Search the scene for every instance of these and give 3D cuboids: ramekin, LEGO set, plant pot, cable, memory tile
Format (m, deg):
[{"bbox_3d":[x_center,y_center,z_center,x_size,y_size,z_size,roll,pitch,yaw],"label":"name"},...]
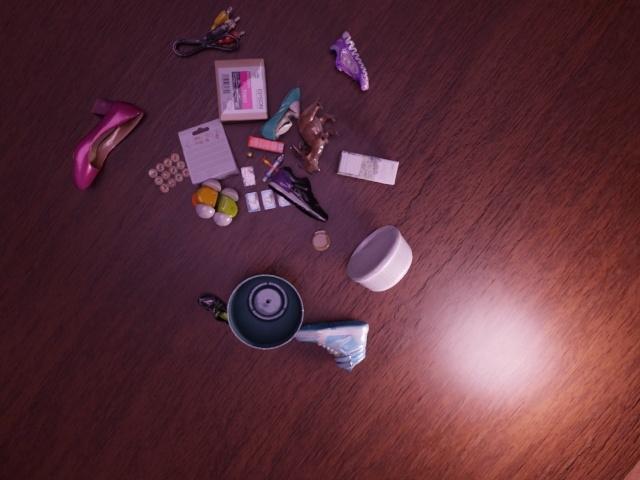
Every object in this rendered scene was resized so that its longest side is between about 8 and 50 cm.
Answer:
[{"bbox_3d":[0.243,0.080,1.739,0.127,0.273,0.273,41,93,-19],"label":"ramekin"},{"bbox_3d":[-0.227,-0.249,1.774,0.182,0.060,0.244,-10,96,-6],"label":"LEGO set"},{"bbox_3d":[-0.217,0.264,1.760,0.293,0.196,0.293,0,96,-4],"label":"plant pot"},{"bbox_3d":[-0.435,-0.785,1.718,0.287,0.072,0.139,-24,114,12],"label":"cable"},{"bbox_3d":[-0.613,-0.276,1.772,0.148,0.012,0.113,-35,97,2],"label":"memory tile"}]

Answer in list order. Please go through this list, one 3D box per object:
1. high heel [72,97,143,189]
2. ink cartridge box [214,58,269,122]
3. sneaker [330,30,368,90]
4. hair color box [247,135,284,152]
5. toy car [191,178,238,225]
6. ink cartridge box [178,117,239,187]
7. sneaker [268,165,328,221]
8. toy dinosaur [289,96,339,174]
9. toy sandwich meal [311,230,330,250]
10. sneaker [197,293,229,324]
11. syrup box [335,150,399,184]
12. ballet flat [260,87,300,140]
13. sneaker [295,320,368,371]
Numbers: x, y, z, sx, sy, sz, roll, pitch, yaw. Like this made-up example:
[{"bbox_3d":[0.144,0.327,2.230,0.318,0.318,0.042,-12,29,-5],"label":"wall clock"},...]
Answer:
[{"bbox_3d":[-0.826,-0.363,1.688,0.181,0.127,0.377,16,92,6],"label":"high heel"},{"bbox_3d":[-0.307,-0.584,1.716,0.193,0.088,0.235,-4,96,-1],"label":"ink cartridge box"},{"bbox_3d":[0.113,-0.697,1.729,0.104,0.095,0.236,-27,92,7],"label":"sneaker"},{"bbox_3d":[-0.217,-0.382,1.751,0.141,0.072,0.043,11,95,-5],"label":"hair color box"},{"bbox_3d":[-0.425,-0.143,1.736,0.182,0.136,0.159,26,61,-32],"label":"toy car"},{"bbox_3d":[-0.452,-0.353,1.764,0.189,0.066,0.232,-19,76,0],"label":"ink cartridge box"},{"bbox_3d":[-0.062,-0.189,1.756,0.283,0.107,0.124,36,84,-18],"label":"sneaker"},{"bbox_3d":[-0.043,-0.430,1.739,0.200,0.127,0.296,-17,80,33],"label":"toy dinosaur"},{"bbox_3d":[0.000,0.000,1.828,0.085,0.029,0.086,-1,101,-5],"label":"toy sandwich meal"},{"bbox_3d":[-0.426,0.288,1.810,0.188,0.078,0.067,36,93,-6],"label":"sneaker"},{"bbox_3d":[0.188,-0.295,1.769,0.236,0.096,0.093,10,98,-5],"label":"syrup box"},{"bbox_3d":[-0.133,-0.490,1.720,0.087,0.083,0.247,34,81,17],"label":"ballet flat"},{"bbox_3d":[0.047,0.453,1.831,0.318,0.127,0.208,-2,95,-2],"label":"sneaker"}]
